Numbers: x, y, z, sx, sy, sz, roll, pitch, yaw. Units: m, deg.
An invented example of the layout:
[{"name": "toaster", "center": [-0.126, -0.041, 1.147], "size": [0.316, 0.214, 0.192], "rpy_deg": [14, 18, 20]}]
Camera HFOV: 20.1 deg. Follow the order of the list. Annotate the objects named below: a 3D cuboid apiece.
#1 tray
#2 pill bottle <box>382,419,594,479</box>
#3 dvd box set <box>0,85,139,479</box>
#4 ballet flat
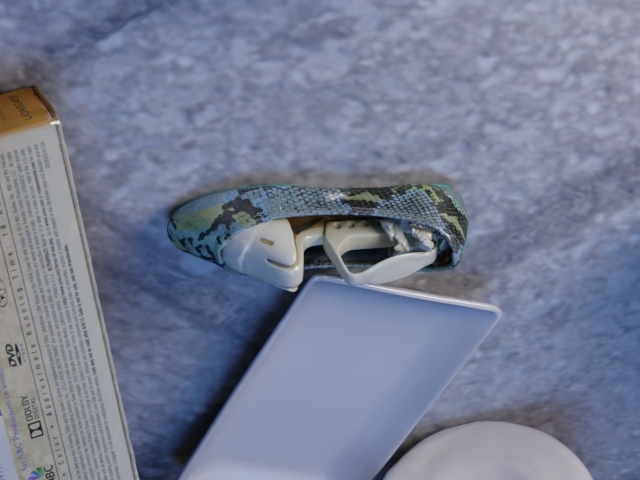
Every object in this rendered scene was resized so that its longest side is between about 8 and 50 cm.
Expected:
[{"name": "tray", "center": [0.005, 0.107, 1.274], "size": [0.145, 0.030, 0.270], "rpy_deg": [11, 137, -21]}, {"name": "pill bottle", "center": [0.149, 0.293, 1.411], "size": [0.176, 0.176, 0.318], "rpy_deg": [-13, 141, 6]}, {"name": "dvd box set", "center": [-0.324, 0.110, 1.026], "size": [0.420, 0.062, 0.307], "rpy_deg": [-18, 121, -15]}, {"name": "ballet flat", "center": [0.000, 0.000, 1.115], "size": [0.188, 0.070, 0.070], "rpy_deg": [-6, 141, -2]}]
